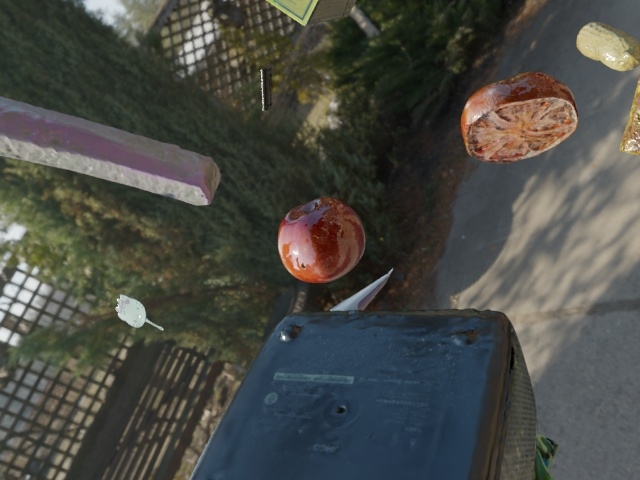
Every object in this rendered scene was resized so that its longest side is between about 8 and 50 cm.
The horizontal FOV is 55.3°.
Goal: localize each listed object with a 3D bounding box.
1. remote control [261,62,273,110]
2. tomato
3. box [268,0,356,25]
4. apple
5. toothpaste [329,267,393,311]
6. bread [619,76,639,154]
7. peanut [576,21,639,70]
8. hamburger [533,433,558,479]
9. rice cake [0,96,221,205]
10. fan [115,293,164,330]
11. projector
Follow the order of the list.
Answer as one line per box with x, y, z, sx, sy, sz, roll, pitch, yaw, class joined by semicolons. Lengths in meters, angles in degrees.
-0.102;-0.298;1.194;0.034;0.016;0.091;-54;-26;-45;remote control
0.380;-0.249;1.200;0.236;0.236;0.095;-40;49;52;tomato
-0.029;-0.437;1.045;0.064;0.140;0.220;-58;-5;32;box
0.000;0.000;1.772;0.260;0.217;0.260;-20;20;8;apple
0.060;0.174;1.453;0.299;0.073;0.114;-41;-10;-8;toothpaste
0.733;-0.266;1.326;0.103;0.131;0.172;-6;-69;-57;bread
0.398;-0.267;0.841;0.054;0.053;0.113;-54;34;22;peanut
0.293;0.421;1.031;0.276;0.260;0.150;-59;20;-22;hamburger
-0.311;-0.124;0.814;0.056;0.364;0.073;125;155;-50;rice cake
-0.265;0.112;0.899;0.004;0.083;0.056;-52;-12;-54;fan
0.068;0.295;0.831;0.394;0.242;0.405;-5;38;31;projector
